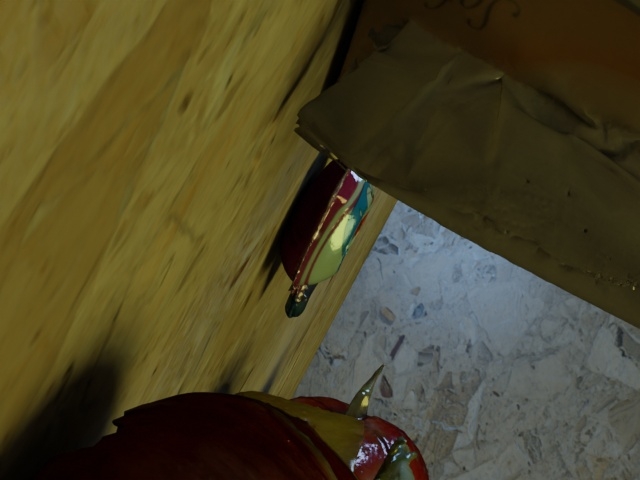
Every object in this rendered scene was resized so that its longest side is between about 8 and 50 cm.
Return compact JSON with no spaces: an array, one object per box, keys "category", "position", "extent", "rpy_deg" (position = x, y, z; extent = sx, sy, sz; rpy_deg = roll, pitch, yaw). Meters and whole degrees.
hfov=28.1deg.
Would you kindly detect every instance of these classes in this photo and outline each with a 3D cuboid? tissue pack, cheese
[{"category":"tissue pack","position":[0.164,-0.056,0.530],"extent":[0.239,0.305,0.238],"rpy_deg":[-62,177,-6]},{"category":"cheese","position":[0.000,0.000,0.766],"extent":[0.095,0.038,0.145],"rpy_deg":[-59,175,-30]}]

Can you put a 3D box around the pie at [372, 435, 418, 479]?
[{"category":"pie","position":[0.004,0.271,0.907],"extent":[0.128,0.068,0.282],"rpy_deg":[-55,169,-73]}]

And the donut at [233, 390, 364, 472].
[{"category":"donut","position":[-0.069,0.221,0.887],"extent":[0.278,0.108,0.277],"rpy_deg":[-62,177,-6]}]

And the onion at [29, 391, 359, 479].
[{"category":"onion","position":[-0.058,0.165,0.401],"extent":[0.248,0.161,0.248],"rpy_deg":[-40,165,-13]}]

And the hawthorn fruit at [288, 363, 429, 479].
[{"category":"hawthorn fruit","position":[-0.003,0.302,1.436],"extent":[0.258,0.258,0.262],"rpy_deg":[-58,161,-49]}]
